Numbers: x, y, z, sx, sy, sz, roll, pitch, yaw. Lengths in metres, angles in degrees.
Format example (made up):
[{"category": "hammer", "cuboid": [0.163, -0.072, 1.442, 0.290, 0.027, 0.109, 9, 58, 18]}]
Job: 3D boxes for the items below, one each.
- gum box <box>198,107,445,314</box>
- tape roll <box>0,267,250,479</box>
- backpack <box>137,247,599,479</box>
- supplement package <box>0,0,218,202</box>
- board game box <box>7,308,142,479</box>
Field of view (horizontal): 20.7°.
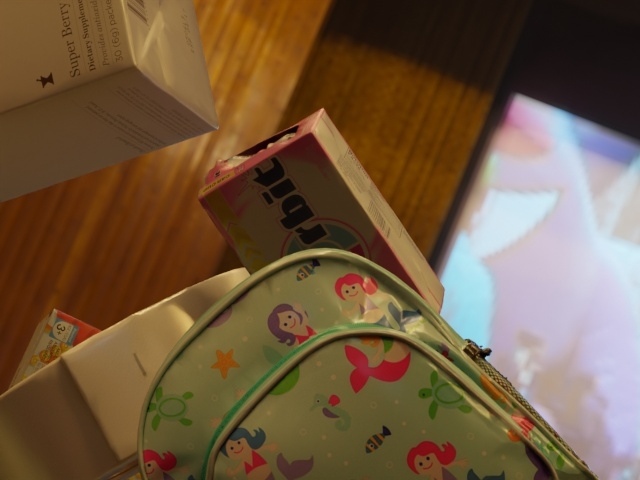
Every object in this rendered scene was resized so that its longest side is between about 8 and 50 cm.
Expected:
[{"category": "gum box", "cuboid": [0.000, 0.000, 1.344, 0.188, 0.107, 0.062, 56, 19, -13]}, {"category": "tape roll", "cuboid": [-0.153, 0.133, 1.467, 0.100, 0.286, 0.286, 61, -5, 6]}, {"category": "backpack", "cuboid": [0.015, 0.135, 1.060, 0.253, 0.225, 0.191, 47, -3, 10]}, {"category": "supplement package", "cuboid": [-0.266, -0.153, 1.509, 0.293, 0.178, 0.175, -18, -18, 15]}, {"category": "board game box", "cuboid": [-0.206, 0.203, 1.929, 0.275, 0.144, 0.142, 25, -16, -11]}]
